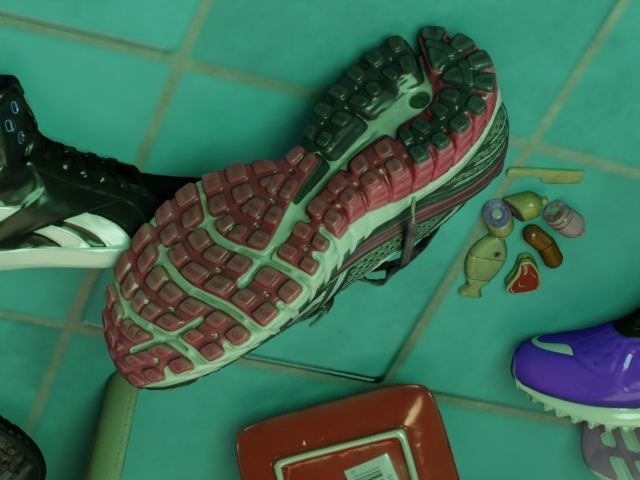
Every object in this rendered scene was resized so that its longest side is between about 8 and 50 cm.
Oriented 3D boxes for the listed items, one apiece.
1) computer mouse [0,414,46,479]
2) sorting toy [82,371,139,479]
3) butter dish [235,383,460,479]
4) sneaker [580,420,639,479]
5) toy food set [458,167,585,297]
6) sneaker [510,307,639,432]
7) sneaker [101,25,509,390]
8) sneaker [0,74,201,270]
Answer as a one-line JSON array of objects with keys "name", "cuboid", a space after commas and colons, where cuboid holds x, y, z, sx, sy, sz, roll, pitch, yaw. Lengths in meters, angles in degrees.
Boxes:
[{"name": "computer mouse", "cuboid": [-0.299, 0.120, 1.237, 0.071, 0.041, 0.242, -42, 120, 11]}, {"name": "sorting toy", "cuboid": [-0.173, 0.228, 1.247, 0.038, 0.193, 0.208, 16, 131, -9]}, {"name": "butter dish", "cuboid": [0.031, 0.194, 1.310, 0.160, 0.118, 0.160, -15, 93, 7]}, {"name": "sneaker", "cuboid": [0.324, 0.147, 1.328, 0.236, 0.095, 0.104, -17, 152, 12]}, {"name": "toy food set", "cuboid": [0.148, 0.001, 1.199, 0.078, 0.019, 0.122, 2, 133, -11]}, {"name": "sneaker", "cuboid": [0.285, 0.056, 1.229, 0.293, 0.102, 0.146, 0, 104, 13]}, {"name": "sneaker", "cuboid": [0.000, 0.000, 1.060, 0.299, 0.121, 0.112, -35, 145, -5]}, {"name": "sneaker", "cuboid": [-0.163, -0.047, 1.064, 0.217, 0.079, 0.121, -8, 117, -21]}]
